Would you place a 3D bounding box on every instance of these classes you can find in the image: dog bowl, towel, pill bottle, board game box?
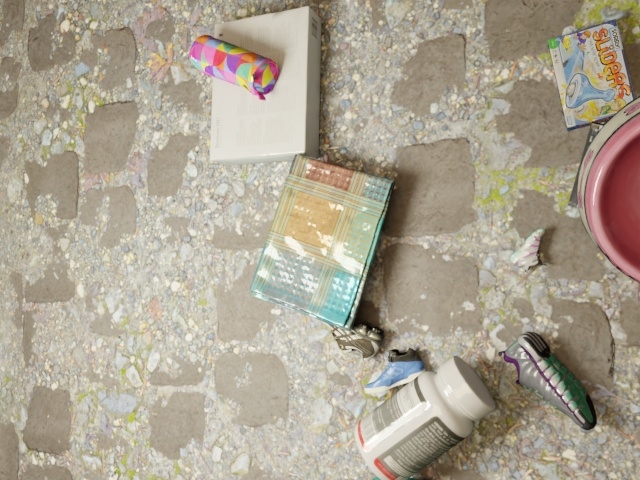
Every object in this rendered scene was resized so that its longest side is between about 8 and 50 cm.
[{"bbox_3d":[0.673,-0.081,1.009,0.408,0.150,0.407,9,109,28],"label":"dog bowl"},{"bbox_3d":[0.000,0.000,1.345,0.272,0.040,0.369,18,91,17],"label":"towel"},{"bbox_3d":[0.227,0.390,1.235,0.283,0.161,0.161,-42,72,16],"label":"pill bottle"},{"bbox_3d":[0.574,-0.348,1.198,0.136,0.035,0.201,-13,81,23],"label":"board game box"}]

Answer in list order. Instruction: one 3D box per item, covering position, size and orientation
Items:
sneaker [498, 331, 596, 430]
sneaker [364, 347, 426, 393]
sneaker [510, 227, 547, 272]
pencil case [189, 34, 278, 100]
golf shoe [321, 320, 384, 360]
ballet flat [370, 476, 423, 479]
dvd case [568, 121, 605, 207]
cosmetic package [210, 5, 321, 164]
[{"bbox_3d":[0.476,0.304,1.189,0.098,0.083,0.223,-48,64,36],"label":"sneaker"},{"bbox_3d":[0.164,0.300,1.324,0.152,0.058,0.084,-22,84,17],"label":"sneaker"},{"bbox_3d":[0.468,0.026,1.222,0.069,0.038,0.098,44,113,19],"label":"sneaker"},{"bbox_3d":[-0.219,-0.440,1.424,0.236,0.104,0.104,30,99,25],"label":"pencil case"},{"bbox_3d":[0.052,0.223,1.372,0.198,0.077,0.093,23,96,25],"label":"golf shoe"},{"bbox_3d":[0.324,0.625,1.194,0.484,0.164,0.181,-3,106,22],"label":"ballet flat"},{"bbox_3d":[0.640,-0.125,1.123,0.239,0.030,0.179,17,115,24],"label":"dvd case"},{"bbox_3d":[-0.145,-0.396,1.489,0.285,0.097,0.376,1,87,22],"label":"cosmetic package"}]
